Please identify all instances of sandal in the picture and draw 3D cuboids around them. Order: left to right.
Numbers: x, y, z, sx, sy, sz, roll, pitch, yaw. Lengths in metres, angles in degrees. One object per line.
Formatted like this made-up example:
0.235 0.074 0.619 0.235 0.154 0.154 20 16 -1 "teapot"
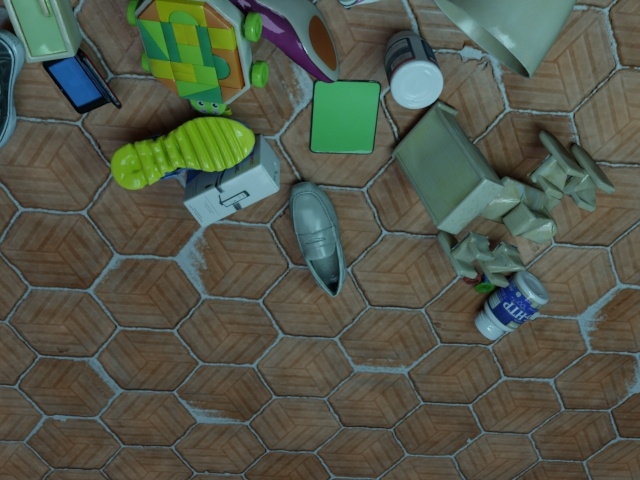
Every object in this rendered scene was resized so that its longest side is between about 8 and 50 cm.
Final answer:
-0.299 -0.202 1.815 0.317 0.138 0.126 -10 100 5 "sandal"

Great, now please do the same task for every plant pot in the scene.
0.399 -0.502 1.584 0.256 0.256 0.274 35 101 -26 "plant pot"

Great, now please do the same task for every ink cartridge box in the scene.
-0.199 -0.138 1.858 0.203 0.148 0.086 -25 123 14 "ink cartridge box"

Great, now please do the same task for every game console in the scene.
-0.505 -0.329 1.734 0.085 0.124 0.144 -38 125 -9 "game console"

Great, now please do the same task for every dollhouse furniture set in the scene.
0.393 -0.127 1.909 0.394 0.256 0.362 15 129 -41 "dollhouse furniture set"

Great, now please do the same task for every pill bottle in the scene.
0.187 -0.360 1.693 0.108 0.180 0.108 -2 128 -2 "pill bottle"
0.501 0.176 2.170 0.112 0.112 0.186 28 121 -23 "pill bottle"

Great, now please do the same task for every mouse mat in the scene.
0.054 -0.278 1.857 0.153 0.007 0.189 1 126 -5 "mouse mat"

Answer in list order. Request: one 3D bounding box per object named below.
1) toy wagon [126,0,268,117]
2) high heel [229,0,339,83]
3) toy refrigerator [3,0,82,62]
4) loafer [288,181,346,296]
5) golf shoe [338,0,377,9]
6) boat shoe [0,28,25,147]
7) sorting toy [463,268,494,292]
-0.242 -0.367 1.673 0.267 0.068 0.344 10 143 13 "toy wagon"
-0.116 -0.448 1.675 0.181 0.127 0.377 -12 133 35 "high heel"
-0.562 -0.490 1.597 0.102 0.094 0.269 -7 127 2 "toy refrigerator"
0.000 0.000 2.000 0.112 0.111 0.319 -16 127 9 "loafer"
0.119 -0.524 1.645 0.186 0.067 0.086 -18 155 7 "golf shoe"
-0.703 -0.291 1.685 0.121 0.119 0.335 34 136 1 "boat shoe"
0.419 0.098 2.155 0.061 0.042 0.102 -28 138 35 "sorting toy"
